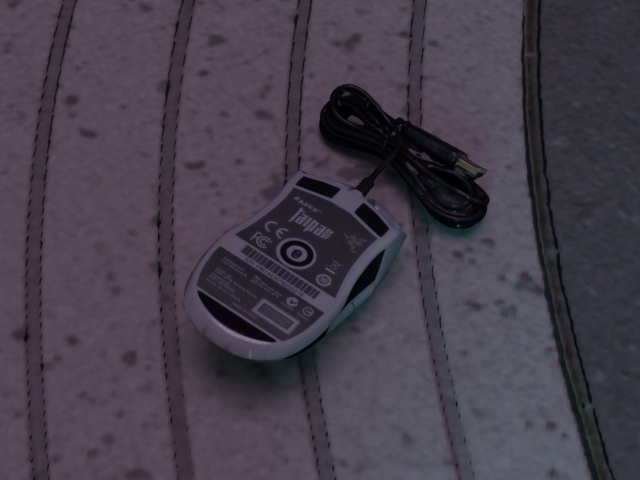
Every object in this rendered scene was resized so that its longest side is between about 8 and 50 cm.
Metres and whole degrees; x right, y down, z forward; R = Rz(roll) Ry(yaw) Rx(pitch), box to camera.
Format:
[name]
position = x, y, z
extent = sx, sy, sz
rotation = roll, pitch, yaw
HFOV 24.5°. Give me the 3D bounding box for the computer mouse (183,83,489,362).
[computer mouse]
position = 0.000, 0.000, 0.718
extent = 0.106, 0.042, 0.193
rotation = 34, 49, 14
